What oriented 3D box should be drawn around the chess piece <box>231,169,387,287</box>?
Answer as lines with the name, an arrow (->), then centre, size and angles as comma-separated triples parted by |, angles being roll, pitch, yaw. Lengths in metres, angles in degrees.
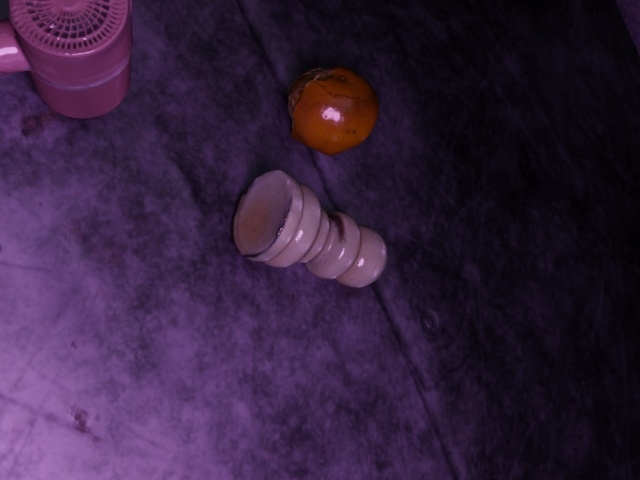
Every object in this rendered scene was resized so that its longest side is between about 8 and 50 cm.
chess piece -> 0.000, 0.000, 1.059 | 0.243, 0.133, 0.133 | 25, 59, -39

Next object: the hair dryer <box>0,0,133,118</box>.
hair dryer -> -0.386, -0.199, 0.786 | 0.352, 0.210, 0.126 | -16, 85, -17

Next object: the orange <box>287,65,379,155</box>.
orange -> 0.016, -0.207, 1.141 | 0.156, 0.134, 0.157 | 13, 29, -8
